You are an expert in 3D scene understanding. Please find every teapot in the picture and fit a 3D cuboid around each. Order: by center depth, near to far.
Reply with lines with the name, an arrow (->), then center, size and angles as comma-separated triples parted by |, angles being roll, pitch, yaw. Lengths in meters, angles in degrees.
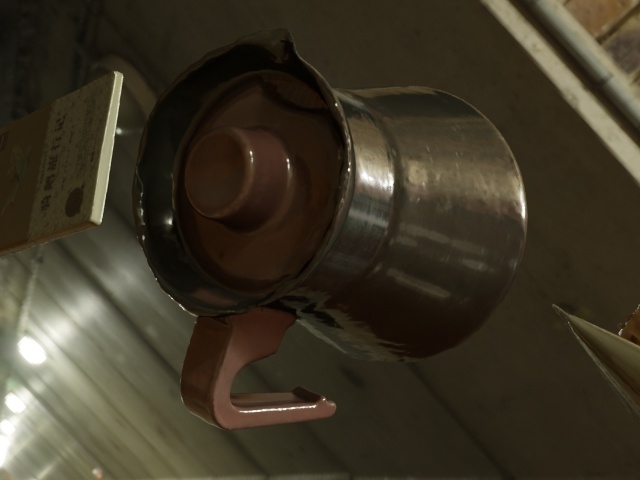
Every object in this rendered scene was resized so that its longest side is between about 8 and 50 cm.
teapot -> 0.000, 0.000, 0.954 | 0.361, 0.305, 0.376 | 14, 94, -53

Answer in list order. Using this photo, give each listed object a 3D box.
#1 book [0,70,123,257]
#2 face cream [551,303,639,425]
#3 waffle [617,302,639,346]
book -> -0.384, -0.095, 1.345 | 0.310, 0.021, 0.217 | -13, -115, 42
face cream -> 0.276, 0.144, 0.642 | 0.084, 0.137, 0.341 | -42, -156, -3
waffle -> 0.575, 0.201, 1.377 | 0.098, 0.328, 0.224 | -19, 151, -18
